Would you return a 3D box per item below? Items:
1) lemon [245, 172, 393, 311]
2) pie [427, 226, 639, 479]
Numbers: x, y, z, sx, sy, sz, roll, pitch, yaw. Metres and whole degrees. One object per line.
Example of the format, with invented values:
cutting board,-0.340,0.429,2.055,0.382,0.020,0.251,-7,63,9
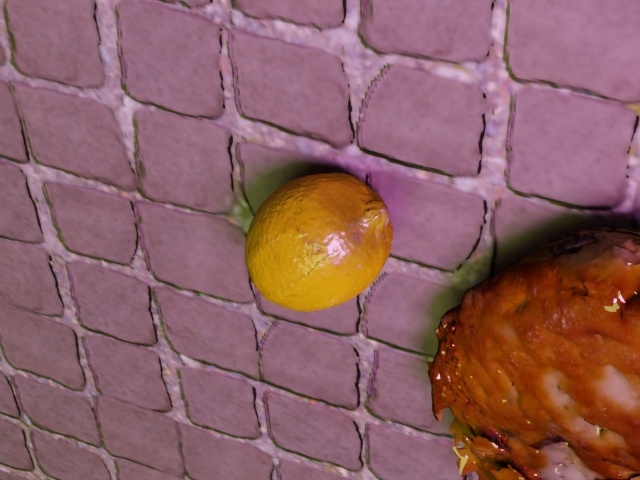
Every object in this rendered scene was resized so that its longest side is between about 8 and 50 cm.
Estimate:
lemon,0.000,0.000,0.779,0.082,0.082,0.111,43,139,-14
pie,0.202,0.114,0.770,0.308,0.085,0.308,20,142,16
